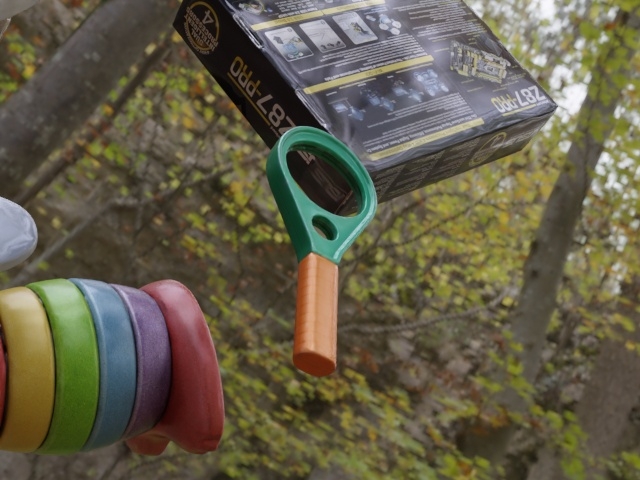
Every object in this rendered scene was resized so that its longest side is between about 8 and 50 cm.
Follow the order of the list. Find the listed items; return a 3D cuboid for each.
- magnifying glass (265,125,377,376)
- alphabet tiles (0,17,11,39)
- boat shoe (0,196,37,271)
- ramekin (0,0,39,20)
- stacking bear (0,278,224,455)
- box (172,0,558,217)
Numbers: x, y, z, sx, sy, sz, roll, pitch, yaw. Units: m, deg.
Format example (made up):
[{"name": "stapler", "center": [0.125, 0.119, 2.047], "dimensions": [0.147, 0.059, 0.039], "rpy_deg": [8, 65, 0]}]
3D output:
[{"name": "magnifying glass", "center": [0.000, 0.000, 0.756], "dimensions": [0.092, 0.231, 0.026], "rpy_deg": [28, -50, -22]}, {"name": "alphabet tiles", "center": [-0.279, -0.096, 0.774], "dimensions": [0.011, 0.285, 0.343], "rpy_deg": [30, -18, -23]}, {"name": "boat shoe", "center": [-0.587, 0.032, 1.490], "dimensions": [0.156, 0.367, 0.135], "rpy_deg": [123, -48, -59]}, {"name": "ramekin", "center": [-0.215, -0.184, 0.525], "dimensions": [0.207, 0.207, 0.109], "rpy_deg": [20, -49, 18]}, {"name": "stacking bear", "center": [-0.252, 0.115, 0.899], "dimensions": [0.289, 0.164, 0.175], "rpy_deg": [0, -10, -34]}, {"name": "box", "center": [0.067, -0.213, 1.293], "dimensions": [0.318, 0.395, 0.097], "rpy_deg": [50, -46, 17]}]
